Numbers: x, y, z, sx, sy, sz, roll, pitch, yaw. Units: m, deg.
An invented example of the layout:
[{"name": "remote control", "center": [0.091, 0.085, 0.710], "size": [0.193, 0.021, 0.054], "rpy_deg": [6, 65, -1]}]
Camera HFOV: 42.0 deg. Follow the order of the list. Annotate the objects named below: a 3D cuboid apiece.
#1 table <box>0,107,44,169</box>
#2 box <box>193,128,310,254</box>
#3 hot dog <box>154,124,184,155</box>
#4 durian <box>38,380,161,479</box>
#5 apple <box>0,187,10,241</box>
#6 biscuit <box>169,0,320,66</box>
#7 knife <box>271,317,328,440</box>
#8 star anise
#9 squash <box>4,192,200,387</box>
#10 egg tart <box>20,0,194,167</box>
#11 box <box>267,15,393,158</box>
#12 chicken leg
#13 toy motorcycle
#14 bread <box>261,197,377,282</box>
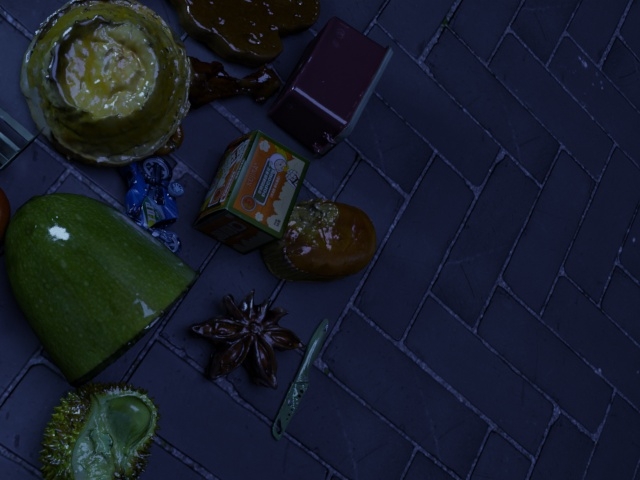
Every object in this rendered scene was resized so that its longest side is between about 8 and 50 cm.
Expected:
[{"name": "table", "center": [-0.616, -0.201, 1.527], "size": [0.146, 0.062, 0.175], "rpy_deg": [43, 38, -15]}, {"name": "box", "center": [-0.148, -0.098, 1.750], "size": [0.148, 0.177, 0.194], "rpy_deg": [30, 66, -22]}, {"name": "hot dog", "center": [-0.374, -0.287, 1.724], "size": [0.100, 0.068, 0.249], "rpy_deg": [-33, 95, -20]}, {"name": "durian", "center": [-0.399, 0.371, 1.497], "size": [0.200, 0.176, 0.236], "rpy_deg": [24, 63, -20]}, {"name": "apple", "center": [-0.631, -0.048, 1.468], "size": [0.164, 0.139, 0.163], "rpy_deg": [10, 64, -22]}, {"name": "biscuit", "center": [-0.176, -0.574, 1.905], "size": [0.381, 0.074, 0.358], "rpy_deg": [18, 72, -29]}, {"name": "knife", "center": [-0.039, 0.300, 1.822], "size": [0.043, 0.020, 0.293], "rpy_deg": [37, 63, -21]}, {"name": "star anise", "center": [-0.154, 0.211, 1.733], "size": [0.214, 0.099, 0.220], "rpy_deg": [-39, 105, -17]}, {"name": "squash", "center": [-0.425, 0.049, 1.485], "size": [0.309, 0.310, 0.310], "rpy_deg": [50, 59, -10]}, {"name": "egg tart", "center": [-0.412, -0.314, 1.614], "size": [0.346, 0.132, 0.345], "rpy_deg": [0, 90, -12]}, {"name": "box", "center": [0.019, -0.355, 1.907], "size": [0.168, 0.193, 0.294], "rpy_deg": [34, 64, -14]}, {"name": "chicken leg", "center": [-0.218, -0.341, 1.827], "size": [0.304, 0.093, 0.113], "rpy_deg": [-4, 99, -40]}, {"name": "toy motorcycle", "center": [-0.350, -0.077, 1.665], "size": [0.136, 0.092, 0.254], "rpy_deg": [9, 54, -33]}, {"name": "bread", "center": [0.000, 0.000, 1.848], "size": [0.250, 0.133, 0.178], "rpy_deg": [5, 80, -29]}]
